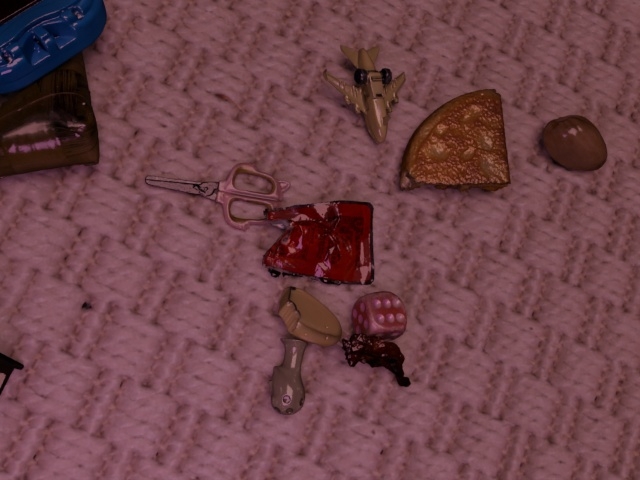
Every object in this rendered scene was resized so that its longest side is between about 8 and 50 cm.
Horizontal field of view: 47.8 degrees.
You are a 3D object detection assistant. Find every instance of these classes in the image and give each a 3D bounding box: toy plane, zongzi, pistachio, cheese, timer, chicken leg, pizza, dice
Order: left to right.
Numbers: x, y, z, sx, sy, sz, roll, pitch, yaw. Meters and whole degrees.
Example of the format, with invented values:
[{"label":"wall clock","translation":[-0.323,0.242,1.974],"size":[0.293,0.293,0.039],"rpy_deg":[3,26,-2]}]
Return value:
[{"label":"timer","translation":[-0.642,-0.473,1.507],"size":[0.340,0.115,0.309],"rpy_deg":[-41,69,-19]},{"label":"zongzi","translation":[-0.615,-0.278,1.510],"size":[0.274,0.145,0.299],"rpy_deg":[-12,63,-10]},{"label":"cheese","translation":[0.021,0.197,1.555],"size":[0.255,0.127,0.050],"rpy_deg":[33,116,-13]},{"label":"toy plane","translation":[0.120,-0.350,1.707],"size":[0.229,0.092,0.244],"rpy_deg":[-8,75,-29]},{"label":"dice","translation":[0.127,0.168,1.572],"size":[0.093,0.091,0.094],"rpy_deg":[-1,65,-25]},{"label":"chicken leg","translation":[0.127,0.249,1.542],"size":[0.219,0.048,0.089],"rpy_deg":[26,114,-32]},{"label":"pizza","translation":[0.313,-0.243,1.728],"size":[0.258,0.087,0.268],"rpy_deg":[2,75,-8]},{"label":"pistachio","translation":[0.637,-0.241,1.794],"size":[0.186,0.108,0.126],"rpy_deg":[27,96,-13]}]

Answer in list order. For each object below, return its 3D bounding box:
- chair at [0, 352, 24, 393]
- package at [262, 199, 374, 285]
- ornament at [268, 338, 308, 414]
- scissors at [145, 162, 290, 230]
[{"label":"chair","translation":[-0.666,0.178,1.343],"size":[0.241,0.203,0.416],"rpy_deg":[30,74,0]},{"label":"package","translation":[0.000,0.000,1.607],"size":[0.270,0.071,0.193],"rpy_deg":[4,90,-16]},{"label":"ornament","translation":[-0.067,0.287,1.520],"size":[0.081,0.075,0.156],"rpy_deg":[9,77,-5]},{"label":"scissors","translation":[-0.227,-0.110,1.602],"size":[0.318,0.024,0.160],"rpy_deg":[10,77,-11]}]
